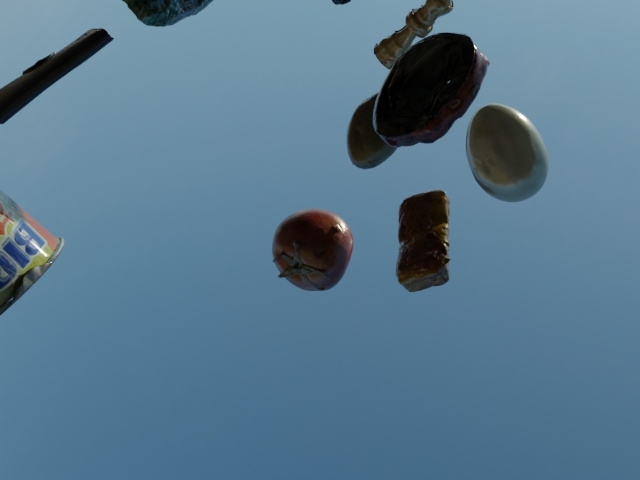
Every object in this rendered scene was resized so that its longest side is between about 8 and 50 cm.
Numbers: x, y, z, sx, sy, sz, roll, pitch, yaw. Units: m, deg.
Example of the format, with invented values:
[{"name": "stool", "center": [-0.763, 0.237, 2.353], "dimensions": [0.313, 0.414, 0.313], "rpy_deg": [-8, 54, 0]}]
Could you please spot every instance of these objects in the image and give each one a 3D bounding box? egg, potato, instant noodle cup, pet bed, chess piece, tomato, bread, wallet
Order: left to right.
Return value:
[{"name": "instant noodle cup", "center": [-0.536, 0.013, 0.910], "dimensions": [0.297, 0.214, 0.296], "rpy_deg": [-29, -156, 15]}, {"name": "wallet", "center": [-0.623, -0.386, 1.534], "dimensions": [0.318, 0.045, 0.172], "rpy_deg": [-40, -145, -11]}, {"name": "tomato", "center": [-0.013, 0.015, 1.320], "dimensions": [0.167, 0.167, 0.167], "rpy_deg": [-22, -131, 27]}, {"name": "potato", "center": [0.160, -0.320, 1.970], "dimensions": [0.178, 0.160, 0.235], "rpy_deg": [-124, -122, -82]}, {"name": "chess piece", "center": [0.160, -0.358, 1.118], "dimensions": [0.172, 0.060, 0.060], "rpy_deg": [-40, -143, 45]}, {"name": "bread", "center": [0.247, -0.007, 1.587], "dimensions": [0.139, 0.077, 0.270], "rpy_deg": [-18, -138, 30]}, {"name": "pet bed", "center": [0.155, -0.223, 0.989], "dimensions": [0.201, 0.054, 0.201], "rpy_deg": [-35, -143, 31]}, {"name": "egg", "center": [0.370, -0.177, 1.352], "dimensions": [0.151, 0.151, 0.209], "rpy_deg": [-28, -98, 22]}]

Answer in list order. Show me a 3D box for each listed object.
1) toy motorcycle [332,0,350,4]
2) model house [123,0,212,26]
[{"name": "toy motorcycle", "center": [-0.024, -0.416, 0.768], "dimensions": [0.108, 0.307, 0.173], "rpy_deg": [-14, -118, 16]}, {"name": "model house", "center": [-0.255, -0.580, 1.281], "dimensions": [0.241, 0.225, 0.261], "rpy_deg": [-22, -159, 46]}]
